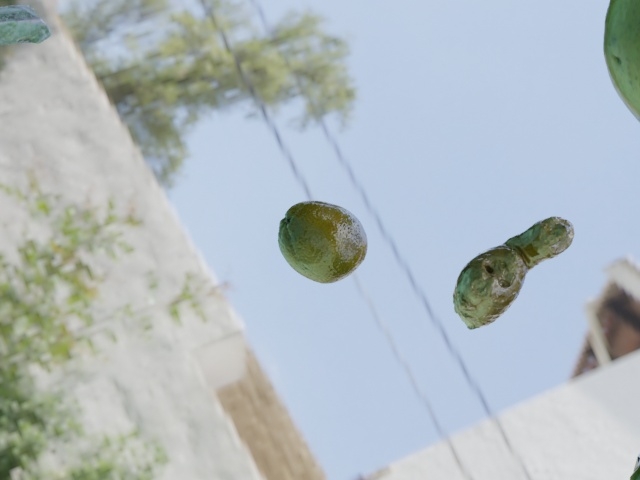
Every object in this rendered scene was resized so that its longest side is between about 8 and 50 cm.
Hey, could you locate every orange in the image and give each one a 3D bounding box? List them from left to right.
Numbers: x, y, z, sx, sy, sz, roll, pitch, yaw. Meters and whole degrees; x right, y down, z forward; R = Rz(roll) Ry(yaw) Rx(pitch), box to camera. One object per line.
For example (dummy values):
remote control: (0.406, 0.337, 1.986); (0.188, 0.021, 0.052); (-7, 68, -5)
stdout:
orange: (0.000, 0.000, 1.567); (0.085, 0.095, 0.085); (-38, -140, 40)

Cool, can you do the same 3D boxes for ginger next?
ginger: (0.196, 0.031, 1.631); (0.067, 0.096, 0.165); (51, -58, 13)

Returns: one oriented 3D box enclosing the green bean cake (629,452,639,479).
green bean cake: (0.181, 0.114, 0.393); (0.113, 0.200, 0.214); (127, -18, -58)

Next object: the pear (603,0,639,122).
pear: (0.276, -0.121, 0.935); (0.198, 0.198, 0.198); (54, -24, 38)

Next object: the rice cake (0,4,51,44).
rice cake: (-0.362, -0.210, 1.500); (0.043, 0.211, 0.034); (44, -51, 35)
